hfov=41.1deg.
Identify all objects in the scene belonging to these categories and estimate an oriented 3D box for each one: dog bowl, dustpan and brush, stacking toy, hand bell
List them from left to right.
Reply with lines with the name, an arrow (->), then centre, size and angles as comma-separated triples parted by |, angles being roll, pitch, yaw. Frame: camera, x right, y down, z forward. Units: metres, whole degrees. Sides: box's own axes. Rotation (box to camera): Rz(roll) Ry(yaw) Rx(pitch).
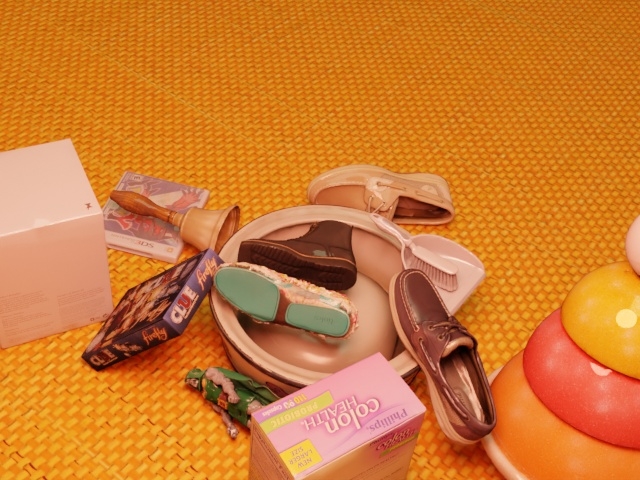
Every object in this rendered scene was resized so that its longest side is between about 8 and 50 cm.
hand bell -> -0.286, -0.046, 1.603 | 0.241, 0.126, 0.126 | 20, 46, 8
dog bowl -> 0.011, 0.128, 1.464 | 0.407, 0.150, 0.408 | 4, 45, -4
dustpan and brush -> 0.166, 0.023, 1.440 | 0.211, 0.060, 0.147 | 31, 49, 21
stacking toy -> 0.455, 0.153, 1.245 | 0.350, 0.480, 0.351 | 10, 33, -7

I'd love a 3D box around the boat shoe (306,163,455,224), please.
boat shoe -> 0.124, -0.080, 1.717 | 0.302, 0.109, 0.098 | 3, 44, -13

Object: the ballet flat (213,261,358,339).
ballet flat -> -0.052, 0.094, 1.342 | 0.240, 0.091, 0.077 | 22, 16, 8

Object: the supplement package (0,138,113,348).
supplement package -> -0.479, 0.005, 1.438 | 0.199, 0.263, 0.198 | -15, 50, -22

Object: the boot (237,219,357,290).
boot -> -0.036, 0.008, 1.430 | 0.197, 0.077, 0.137 | 16, 40, -11

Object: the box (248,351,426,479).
box -> 0.015, 0.311, 1.218 | 0.213, 0.243, 0.117 | -22, 52, -25

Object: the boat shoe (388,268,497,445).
boat shoe -> 0.193, 0.165, 1.293 | 0.102, 0.092, 0.285 | -9, 71, -30

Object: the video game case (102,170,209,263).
video game case -> -0.336, -0.049, 1.680 | 0.183, 0.023, 0.201 | 13, 45, 5

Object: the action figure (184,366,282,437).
action figure -> -0.124, 0.262, 1.346 | 0.232, 0.137, 0.063 | 25, 37, 29

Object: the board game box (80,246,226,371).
board game box -> -0.275, 0.115, 1.396 | 0.042, 0.243, 0.165 | 47, 43, -20
